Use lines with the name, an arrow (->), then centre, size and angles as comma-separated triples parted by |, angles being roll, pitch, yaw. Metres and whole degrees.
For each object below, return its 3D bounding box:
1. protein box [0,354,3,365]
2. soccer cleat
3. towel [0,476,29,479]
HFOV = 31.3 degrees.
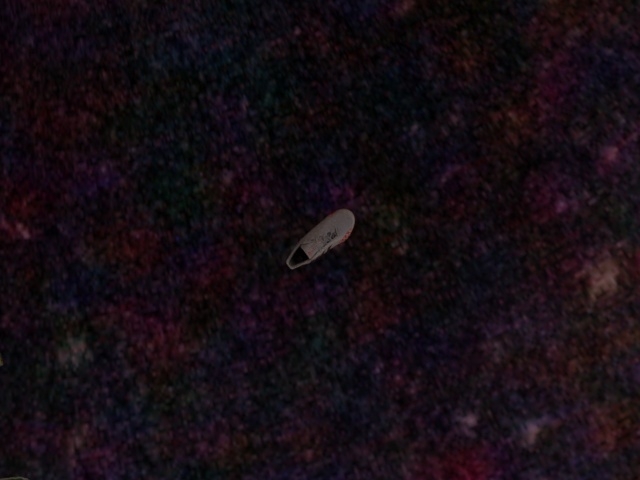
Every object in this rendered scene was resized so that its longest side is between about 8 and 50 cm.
protein box -> -0.439, 0.091, 1.039 | 0.201, 0.136, 0.199 | -32, 157, 33
soccer cleat -> 0.000, 0.000, 1.056 | 0.083, 0.035, 0.029 | -37, 92, 35
towel -> -0.327, 0.291, 1.048 | 0.152, 0.023, 0.113 | -65, 158, -1
